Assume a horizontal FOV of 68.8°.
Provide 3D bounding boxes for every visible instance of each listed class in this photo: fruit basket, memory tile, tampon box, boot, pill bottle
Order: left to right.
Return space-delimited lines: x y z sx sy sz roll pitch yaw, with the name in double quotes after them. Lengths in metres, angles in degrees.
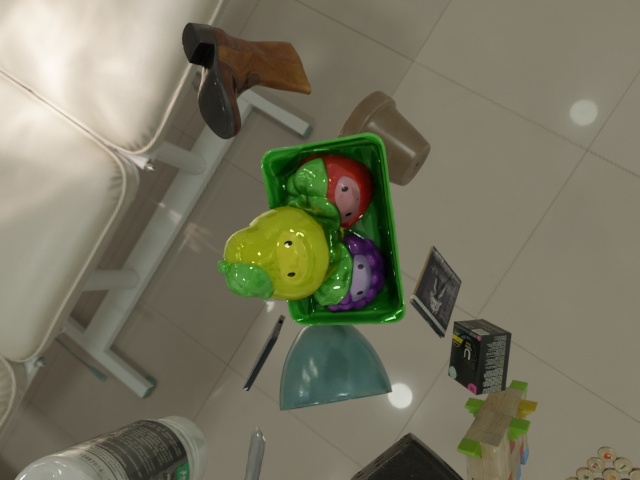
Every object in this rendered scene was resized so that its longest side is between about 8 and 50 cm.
-0.375 0.463 0.893 0.204 0.361 0.204 -2 83 15 "pill bottle"
-0.139 -0.338 1.028 0.096 0.280 0.264 -41 67 42 "boot"
0.000 0.000 0.882 0.282 0.392 0.393 -5 86 20 "fruit basket"
0.423 0.307 1.250 0.101 0.120 0.161 -1 100 -20 "tampon box"
0.643 0.542 1.053 0.113 0.012 0.148 35 111 12 "memory tile"

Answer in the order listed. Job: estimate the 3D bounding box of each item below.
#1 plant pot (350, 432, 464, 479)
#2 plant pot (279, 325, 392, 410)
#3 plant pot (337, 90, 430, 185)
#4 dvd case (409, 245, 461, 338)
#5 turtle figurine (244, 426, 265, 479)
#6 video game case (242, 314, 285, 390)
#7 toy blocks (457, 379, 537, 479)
0.139 0.403 0.702 0.188 0.187 0.167 -37 71 -4 "plant pot"
0.025 0.321 1.221 0.290 0.290 0.196 -15 70 13 "plant pot"
0.205 -0.288 1.442 0.229 0.263 0.263 36 96 15 "plant pot"
0.343 0.149 1.376 0.018 0.221 0.164 -19 120 45 "dvd case"
-0.024 0.285 0.169 0.197 0.274 0.267 9 115 32 "turtle figurine"
-0.185 0.371 1.584 0.026 0.274 0.196 29 95 -2 "video game case"
0.536 0.630 1.404 0.190 0.381 0.261 1 107 37 "toy blocks"
